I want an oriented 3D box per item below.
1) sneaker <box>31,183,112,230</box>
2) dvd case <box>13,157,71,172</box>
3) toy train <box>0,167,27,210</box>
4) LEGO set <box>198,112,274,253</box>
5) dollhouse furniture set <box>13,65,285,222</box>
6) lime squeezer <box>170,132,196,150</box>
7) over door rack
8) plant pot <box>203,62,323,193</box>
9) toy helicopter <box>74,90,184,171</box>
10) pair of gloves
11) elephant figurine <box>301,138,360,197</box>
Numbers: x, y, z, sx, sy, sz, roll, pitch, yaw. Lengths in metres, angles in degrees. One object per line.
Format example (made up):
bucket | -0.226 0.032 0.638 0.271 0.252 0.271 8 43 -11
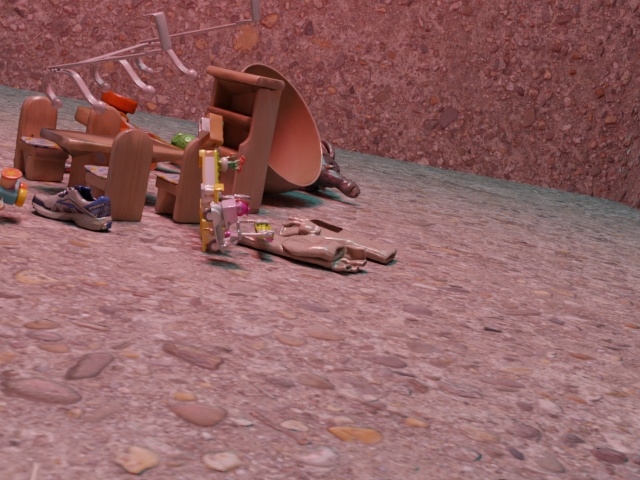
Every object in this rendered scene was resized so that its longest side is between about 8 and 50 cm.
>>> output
sneaker | -0.360 -0.057 1.259 0.135 0.058 0.052 14 11 17
dvd case | -0.524 -0.146 1.681 0.087 0.013 0.119 18 14 32
toy train | -0.465 -0.080 1.146 0.125 0.046 0.166 39 29 9
LEGO set | -0.130 -0.075 1.307 0.107 0.132 0.287 0 38 -9
dollhouse furniture set | -0.286 -0.197 1.540 0.394 0.257 0.362 2 14 -42
lime squeezer | -0.317 -0.220 2.085 0.110 0.059 0.310 31 -4 -36
over door rack | -0.275 -0.299 1.422 0.324 0.108 0.239 -12 15 41
plant pot | -0.154 -0.215 1.873 0.191 0.284 0.284 -23 -9 31
toy helicopter | -0.382 -0.219 1.924 0.355 0.140 0.235 24 4 0
pair of gloves | 0.000 0.000 1.390 0.204 0.042 0.240 16 12 24
elephant figurine | -0.027 -0.178 2.093 0.239 0.186 0.169 20 -34 -11
